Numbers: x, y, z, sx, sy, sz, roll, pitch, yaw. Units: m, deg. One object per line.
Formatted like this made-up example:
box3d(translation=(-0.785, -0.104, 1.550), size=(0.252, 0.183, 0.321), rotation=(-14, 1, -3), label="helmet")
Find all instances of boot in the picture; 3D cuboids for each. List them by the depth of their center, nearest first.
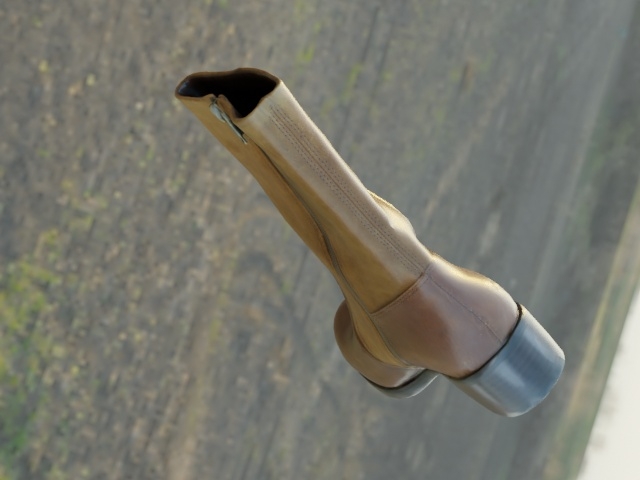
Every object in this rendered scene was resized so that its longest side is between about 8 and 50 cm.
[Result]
box3d(translation=(0.000, 0.000, 1.046), size=(0.096, 0.280, 0.264), rotation=(-50, -160, -5), label="boot")
